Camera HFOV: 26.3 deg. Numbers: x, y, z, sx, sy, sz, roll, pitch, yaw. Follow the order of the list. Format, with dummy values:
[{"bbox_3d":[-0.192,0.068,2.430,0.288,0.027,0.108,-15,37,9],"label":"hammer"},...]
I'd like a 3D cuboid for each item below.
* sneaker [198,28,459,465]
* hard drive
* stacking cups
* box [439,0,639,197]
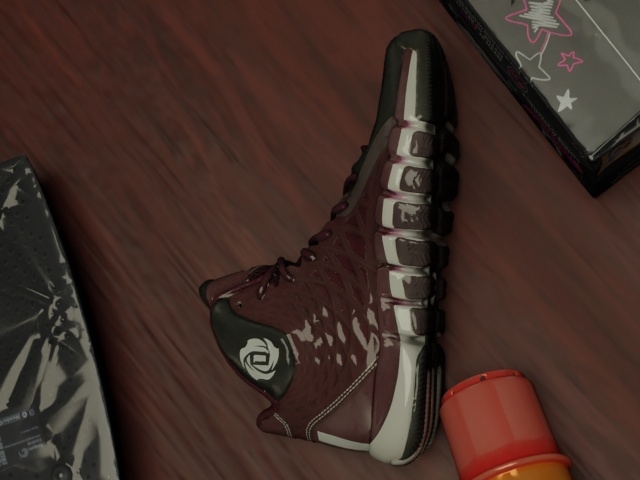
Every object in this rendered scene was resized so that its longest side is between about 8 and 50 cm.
[{"bbox_3d":[0.000,0.000,0.893,0.162,0.106,0.281,3,84,17],"label":"sneaker"},{"bbox_3d":[-0.233,0.085,0.960,0.172,0.054,0.255,-20,79,10],"label":"hard drive"},{"bbox_3d":[0.138,0.227,0.799,0.096,0.096,0.316,-25,62,9],"label":"stacking cups"},{"bbox_3d":[0.159,-0.178,0.858,0.163,0.142,0.247,-37,77,5],"label":"box"}]
